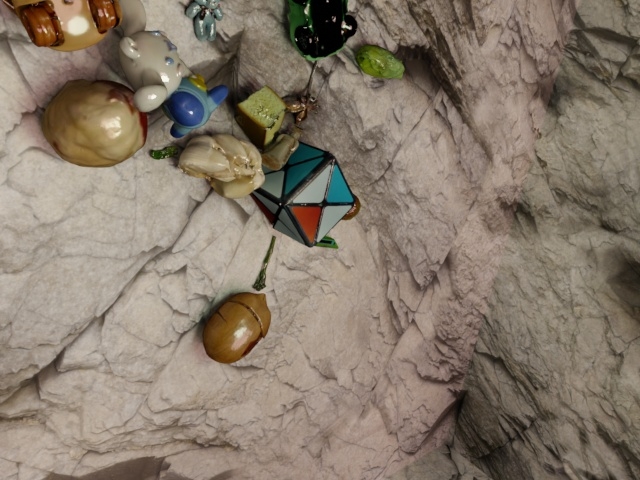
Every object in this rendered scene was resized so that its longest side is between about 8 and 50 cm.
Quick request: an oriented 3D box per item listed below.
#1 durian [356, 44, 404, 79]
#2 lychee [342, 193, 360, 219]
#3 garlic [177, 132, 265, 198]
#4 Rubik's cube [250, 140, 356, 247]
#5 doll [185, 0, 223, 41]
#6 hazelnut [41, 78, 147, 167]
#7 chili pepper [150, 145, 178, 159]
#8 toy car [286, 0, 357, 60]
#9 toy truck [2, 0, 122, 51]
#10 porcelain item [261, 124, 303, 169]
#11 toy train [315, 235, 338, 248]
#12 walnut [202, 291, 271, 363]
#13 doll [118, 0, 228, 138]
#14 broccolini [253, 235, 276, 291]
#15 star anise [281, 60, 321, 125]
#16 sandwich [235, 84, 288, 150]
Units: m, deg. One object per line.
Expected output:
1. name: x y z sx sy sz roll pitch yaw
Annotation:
1. durian: 0.205 -0.632 2.069 0.250 0.139 0.101 8 101 -47
2. lychee: 0.099 -0.135 2.271 0.114 0.114 0.146 -48 159 -13
3. garlic: -0.276 -0.239 1.785 0.281 0.203 0.185 40 64 -45
4. Rubik's cube: -0.069 -0.163 1.991 0.246 0.248 0.250 -47 136 -16
5. doll: -0.309 -0.636 1.609 0.120 0.075 0.180 -18 124 -33
6. hazelnut: -0.563 -0.300 1.475 0.261 0.261 0.241 -34 102 -26
7. chili pepper: -0.458 -0.256 1.723 0.091 0.034 0.030 -19 92 -35
8. toy car: -0.018 -0.741 1.771 0.213 0.176 0.359 -30 135 -28
9. toy truck: -0.585 -0.566 1.281 0.204 0.211 0.288 -30 127 -29
10. porcelain item: -0.117 -0.306 1.908 0.213 0.084 0.054 -58 173 -46
11. toy train: 0.000 0.000 2.303 0.209 0.044 0.042 7 106 -47
12. walnut: -0.294 0.296 2.080 0.298 0.203 0.203 -54 140 -22
13. doll: -0.372 -0.406 1.502 0.365 0.187 0.376 40 43 -57
14. broccolini: -0.204 0.086 2.166 0.044 0.042 0.218 -18 124 -70
15. star anise: -0.060 -0.533 1.959 0.148 0.218 0.228 10 63 -17
16. sandwich: -0.186 -0.377 1.851 0.122 0.128 0.236 -45 180 -15
